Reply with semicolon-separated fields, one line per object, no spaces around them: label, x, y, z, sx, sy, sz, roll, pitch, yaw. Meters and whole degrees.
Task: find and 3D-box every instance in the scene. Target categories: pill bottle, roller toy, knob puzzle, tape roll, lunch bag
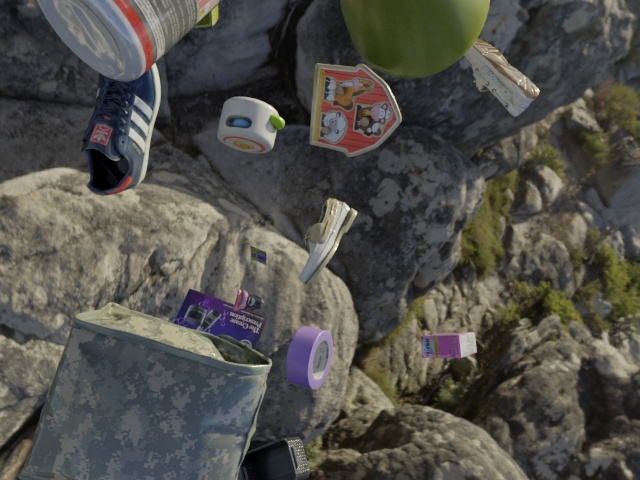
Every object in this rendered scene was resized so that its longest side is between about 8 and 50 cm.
pill bottle;-0.292;-0.472;0.872;0.210;0.210;0.363;38;65;-7
roller toy;-0.244;-0.375;1.646;0.191;0.209;0.146;16;81;-32
knob puzzle;0.071;-0.265;1.021;0.213;0.213;0.030;45;30;-3
tape roll;-0.033;0.376;1.585;0.080;0.189;0.189;8;59;25
lunch bag;-0.231;0.246;0.721;0.287;0.169;0.235;18;89;-3

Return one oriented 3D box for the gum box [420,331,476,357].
gum box;0.366;0.294;1.389;0.188;0.107;0.062;14;71;-59

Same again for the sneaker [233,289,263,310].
sneaker;-0.153;0.132;1.057;0.057;0.119;0.047;12;83;-16

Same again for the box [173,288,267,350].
box;-0.321;0.286;1.533;0.261;0.103;0.184;20;66;-4

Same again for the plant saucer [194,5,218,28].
plant saucer;-0.405;-0.711;1.518;0.188;0.188;0.045;-12;82;-13

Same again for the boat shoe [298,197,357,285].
boat shoe;0.000;0.000;1.479;0.103;0.113;0.302;34;56;-5

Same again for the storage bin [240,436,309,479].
storage bin;-0.137;0.664;1.446;0.084;0.180;0.122;30;36;-58

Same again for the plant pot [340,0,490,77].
plant pot;0.139;-0.434;0.809;0.275;0.275;0.293;55;19;3

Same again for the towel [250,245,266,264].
towel;-0.209;0.051;1.655;0.060;0.083;0.009;21;56;9

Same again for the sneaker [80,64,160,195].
sneaker;-0.430;-0.251;1.032;0.131;0.350;0.148;14;28;6

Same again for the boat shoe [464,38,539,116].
boat shoe;0.445;-0.436;1.299;0.098;0.096;0.277;-12;57;-33
